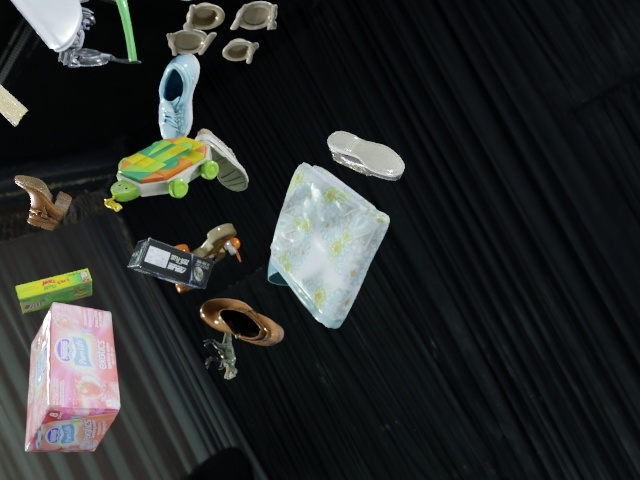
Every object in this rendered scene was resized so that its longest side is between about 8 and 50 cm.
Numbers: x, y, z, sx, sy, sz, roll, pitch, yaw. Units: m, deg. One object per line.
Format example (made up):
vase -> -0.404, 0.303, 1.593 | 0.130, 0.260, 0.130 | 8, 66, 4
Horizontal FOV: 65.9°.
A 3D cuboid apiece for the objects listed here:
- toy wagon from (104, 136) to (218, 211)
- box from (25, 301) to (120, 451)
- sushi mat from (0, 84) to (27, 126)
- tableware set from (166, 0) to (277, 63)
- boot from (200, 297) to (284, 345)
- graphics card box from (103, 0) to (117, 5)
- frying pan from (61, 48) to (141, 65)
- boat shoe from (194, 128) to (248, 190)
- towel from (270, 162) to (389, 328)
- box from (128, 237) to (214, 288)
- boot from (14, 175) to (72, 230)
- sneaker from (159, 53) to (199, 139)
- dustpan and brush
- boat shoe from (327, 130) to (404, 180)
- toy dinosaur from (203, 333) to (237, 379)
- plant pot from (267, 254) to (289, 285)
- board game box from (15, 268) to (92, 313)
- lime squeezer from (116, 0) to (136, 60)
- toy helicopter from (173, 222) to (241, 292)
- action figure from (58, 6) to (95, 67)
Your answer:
toy wagon -> -0.482, -0.201, 1.456 | 0.267, 0.068, 0.344 | 22, 46, 32
box -> -0.560, 0.302, 1.116 | 0.142, 0.300, 0.154 | 19, -63, -38
sushi mat -> -1.221, -0.568, 1.799 | 0.019, 0.316, 0.151 | -30, 36, 12
tableware set -> -0.152, -0.326, 0.773 | 0.168, 0.020, 0.141 | -9, -10, -28
boot -> -0.251, 0.228, 1.399 | 0.109, 0.283, 0.220 | -64, -16, -7
graphics card box -> -0.572, -0.914, 1.465 | 0.371, 0.233, 0.094 | -26, -9, 31
frying pan -> -1.003, -0.823, 2.238 | 0.326, 0.053, 0.197 | 3, 33, -6
boat shoe -> -0.369, -0.309, 1.900 | 0.113, 0.103, 0.302 | -17, -35, 15
towel -> 0.000, 0.000, 1.318 | 0.090, 0.374, 0.320 | 4, -63, -37
box -> -0.395, 0.064, 1.302 | 0.180, 0.077, 0.147 | 24, -15, -28
boot -> -1.006, -0.129, 1.751 | 0.152, 0.197, 0.073 | -51, 24, 17
sneaker -> -0.556, -0.510, 1.838 | 0.150, 0.135, 0.366 | -63, -6, -56
dustpan and brush -> -0.472, -0.433, 0.895 | 0.060, 0.147, 0.211 | -15, 31, 38
boat shoe -> 0.168, -0.298, 1.823 | 0.116, 0.324, 0.097 | -50, -28, -22
toy dinosaur -> -0.374, 0.413, 1.851 | 0.118, 0.268, 0.064 | -11, -41, -2
plant pot -> -0.071, 0.050, 1.957 | 0.290, 0.195, 0.290 | -6, -19, -2
board game box -> -0.743, 0.141, 1.386 | 0.181, 0.043, 0.092 | -16, -26, -32
lime squeezer -> -0.432, -0.516, 0.977 | 0.110, 0.310, 0.059 | -33, 0, 18
toy helicopter -> -0.330, 0.029, 1.539 | 0.235, 0.140, 0.355 | -19, -11, -34
action figure -> -0.778, -0.656, 1.568 | 0.099, 0.285, 0.185 | 24, -71, -38
